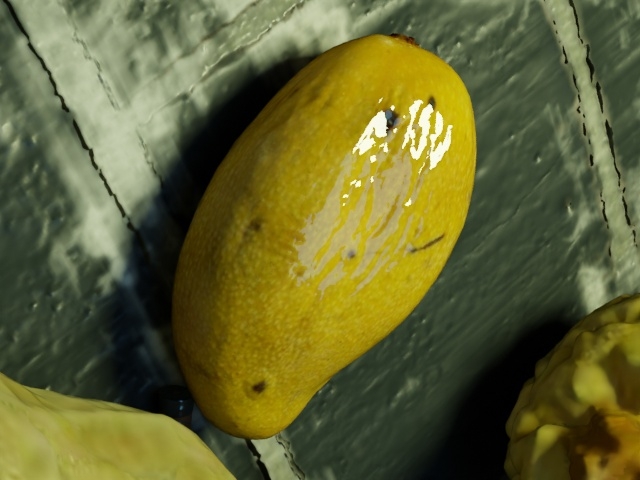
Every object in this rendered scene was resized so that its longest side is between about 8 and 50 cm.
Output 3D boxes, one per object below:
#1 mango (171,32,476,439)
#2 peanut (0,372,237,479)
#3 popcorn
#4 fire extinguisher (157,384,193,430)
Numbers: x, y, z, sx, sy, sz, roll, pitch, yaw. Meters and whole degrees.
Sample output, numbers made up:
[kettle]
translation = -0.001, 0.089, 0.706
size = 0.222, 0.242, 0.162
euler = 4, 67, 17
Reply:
[mango]
translation = 0.004, 0.001, 0.928
size = 0.157, 0.109, 0.262
euler = 26, 89, -41
[peanut]
translation = -0.178, 0.135, 0.803
size = 0.174, 0.158, 0.340
euler = -35, 146, 27
[popcorn]
translation = 0.284, 0.154, 1.143
size = 0.332, 0.265, 0.225
euler = 0, 105, -60
[fire extinguisher]
translation = -0.093, 0.131, 0.967
size = 0.028, 0.022, 0.083
euler = 5, 110, -2
